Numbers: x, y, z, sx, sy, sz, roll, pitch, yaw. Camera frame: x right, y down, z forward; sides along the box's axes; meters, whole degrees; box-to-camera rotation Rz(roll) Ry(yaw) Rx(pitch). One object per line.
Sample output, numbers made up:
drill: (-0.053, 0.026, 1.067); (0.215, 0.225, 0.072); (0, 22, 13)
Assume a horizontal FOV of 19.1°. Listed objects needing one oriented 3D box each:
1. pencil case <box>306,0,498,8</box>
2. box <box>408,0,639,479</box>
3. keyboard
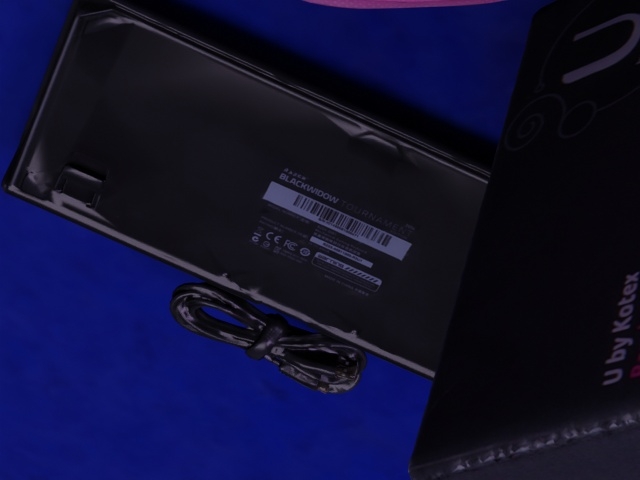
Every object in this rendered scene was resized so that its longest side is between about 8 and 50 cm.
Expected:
pencil case: (0.028, -0.139, 0.344); (0.098, 0.095, 0.209); (0, 139, -3)
box: (0.179, 0.006, 0.379); (0.270, 0.143, 0.165); (-20, 130, 40)
keyboard: (0.000, 0.000, 0.545); (0.180, 0.023, 0.108); (25, 131, -6)
